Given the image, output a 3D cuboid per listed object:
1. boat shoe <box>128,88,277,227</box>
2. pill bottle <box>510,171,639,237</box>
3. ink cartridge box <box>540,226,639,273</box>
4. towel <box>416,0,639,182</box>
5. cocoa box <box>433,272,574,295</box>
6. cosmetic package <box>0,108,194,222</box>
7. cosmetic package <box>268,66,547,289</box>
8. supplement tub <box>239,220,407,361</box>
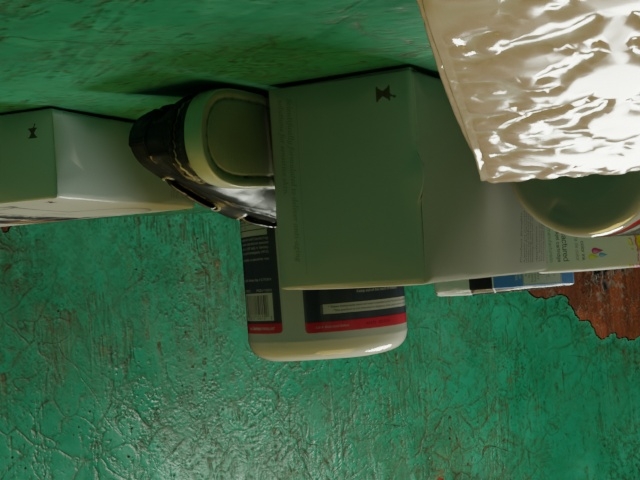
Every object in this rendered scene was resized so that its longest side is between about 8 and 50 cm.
[{"bbox_3d":[-0.065,-0.075,1.244,0.113,0.127,0.340,-4,177,29],"label":"boat shoe"},{"bbox_3d":[0.319,-0.085,1.277,0.161,0.161,0.283,-5,178,34],"label":"pill bottle"},{"bbox_3d":[0.455,-0.061,1.805,0.278,0.201,0.117,-5,179,32],"label":"ink cartridge box"},{"bbox_3d":[0.231,-0.113,0.683,0.332,0.053,0.317,-4,163,12],"label":"towel"},{"bbox_3d":[0.308,-0.027,2.152,0.228,0.231,0.347,-5,179,8],"label":"cocoa box"},{"bbox_3d":[-0.369,-0.067,1.365,0.377,0.097,0.284,-5,176,22],"label":"cosmetic package"},{"bbox_3d":[0.104,-0.053,1.267,0.155,0.197,0.365,-4,177,28],"label":"cosmetic package"},{"bbox_3d":[0.000,0.000,1.484,0.191,0.272,0.191,-4,179,0],"label":"supplement tub"}]
